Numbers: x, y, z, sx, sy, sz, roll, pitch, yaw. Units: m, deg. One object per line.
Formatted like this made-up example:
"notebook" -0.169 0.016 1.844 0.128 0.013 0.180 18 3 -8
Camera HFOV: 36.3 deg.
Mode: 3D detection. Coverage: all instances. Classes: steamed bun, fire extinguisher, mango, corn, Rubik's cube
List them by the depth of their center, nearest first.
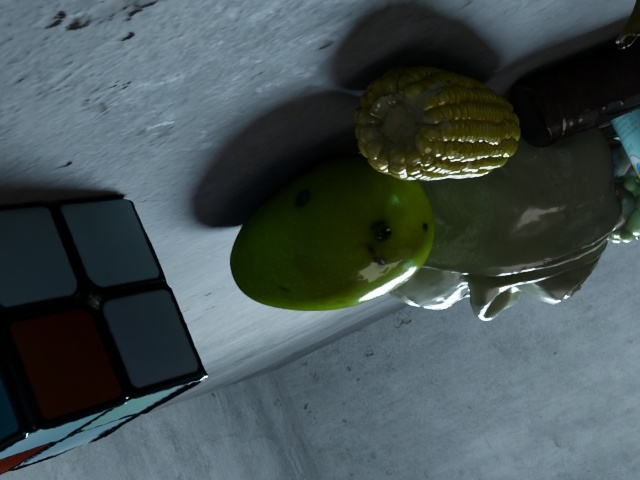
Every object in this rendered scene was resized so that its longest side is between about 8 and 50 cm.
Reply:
"Rubik's cube" -0.230 0.081 0.764 0.183 0.167 0.180 -32 168 32
"corn" 0.110 -0.099 0.844 0.093 0.093 0.244 -29 172 26
"mango" 0.000 0.000 0.999 0.175 0.143 0.293 -26 -177 -30
"fire extinguisher" 0.334 -0.172 1.016 0.267 0.072 0.089 -22 -156 -11
"steamed bun" 0.208 -0.010 1.182 0.324 0.219 0.310 -26 170 10

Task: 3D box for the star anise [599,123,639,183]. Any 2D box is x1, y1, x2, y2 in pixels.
"star anise" 0.390 -0.092 1.484 0.292 0.109 0.349 -3 145 -51

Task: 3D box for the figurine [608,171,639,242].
"figurine" 0.367 -0.052 1.349 0.197 0.147 0.093 8 -173 -10

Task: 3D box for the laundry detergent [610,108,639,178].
"laundry detergent" 0.549 -0.108 1.229 0.287 0.305 0.287 -24 170 -4

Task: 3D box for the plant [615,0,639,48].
"plant" 0.173 -0.171 0.533 0.116 0.122 0.104 -20 162 24
